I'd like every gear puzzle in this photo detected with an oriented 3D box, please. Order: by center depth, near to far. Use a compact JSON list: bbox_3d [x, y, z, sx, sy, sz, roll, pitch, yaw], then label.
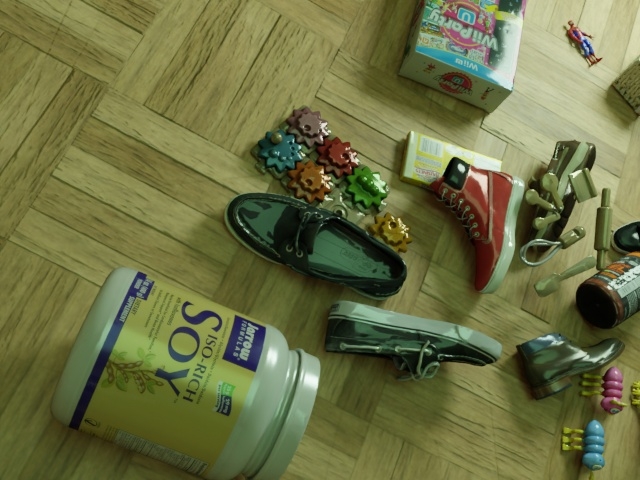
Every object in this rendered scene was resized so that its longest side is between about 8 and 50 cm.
[{"bbox_3d":[0.037,-0.097,1.469,0.339,0.044,0.175,46,62,2],"label":"gear puzzle"}]

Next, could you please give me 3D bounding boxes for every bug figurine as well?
[{"bbox_3d":[0.585,0.347,1.473,0.279,0.072,0.216,13,66,-14],"label":"bug figurine"}]

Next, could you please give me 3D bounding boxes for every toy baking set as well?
[{"bbox_3d":[0.468,-0.015,1.520,0.197,0.030,0.256,5,83,-15],"label":"toy baking set"}]

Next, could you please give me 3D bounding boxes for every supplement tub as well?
[{"bbox_3d":[-0.192,0.204,1.162,0.331,0.241,0.241,23,64,-9],"label":"supplement tub"},{"bbox_3d":[0.601,0.088,1.561,0.198,0.106,0.106,-26,80,-27],"label":"supplement tub"}]

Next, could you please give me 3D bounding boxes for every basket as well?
[{"bbox_3d":[0.755,-0.382,1.793,0.103,0.113,0.167,46,62,4],"label":"basket"}]

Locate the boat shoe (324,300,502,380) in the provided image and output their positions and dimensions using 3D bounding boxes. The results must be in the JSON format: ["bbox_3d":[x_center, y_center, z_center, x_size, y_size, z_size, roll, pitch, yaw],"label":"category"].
[{"bbox_3d":[0.158,0.187,1.365,0.306,0.113,0.105,15,72,-10],"label":"boat shoe"}]

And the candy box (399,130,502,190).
[{"bbox_3d":[0.259,-0.138,1.572,0.206,0.027,0.105,17,69,-12],"label":"candy box"}]

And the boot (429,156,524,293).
[{"bbox_3d":[0.275,-0.031,1.497,0.176,0.088,0.244,17,71,-12],"label":"boot"}]

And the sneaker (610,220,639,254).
[{"bbox_3d":[0.707,-0.025,1.604,0.217,0.121,0.079,-2,68,1],"label":"sneaker"}]

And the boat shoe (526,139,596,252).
[{"bbox_3d":[0.462,-0.093,1.606,0.095,0.095,0.257,21,67,30],"label":"boat shoe"}]

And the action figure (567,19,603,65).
[{"bbox_3d":[0.599,-0.454,1.815,0.038,0.030,0.115,-30,80,-21],"label":"action figure"}]

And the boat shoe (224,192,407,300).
[{"bbox_3d":[-0.001,0.004,1.371,0.340,0.113,0.127,30,76,-7],"label":"boat shoe"}]

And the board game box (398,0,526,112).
[{"bbox_3d":[0.306,-0.447,1.672,0.224,0.097,0.303,20,66,-11],"label":"board game box"}]

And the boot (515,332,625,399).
[{"bbox_3d":[0.466,0.203,1.482,0.219,0.082,0.106,-23,81,-23],"label":"boot"}]
